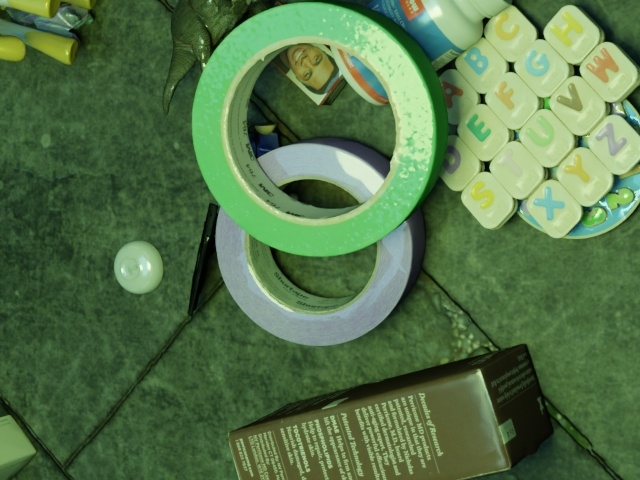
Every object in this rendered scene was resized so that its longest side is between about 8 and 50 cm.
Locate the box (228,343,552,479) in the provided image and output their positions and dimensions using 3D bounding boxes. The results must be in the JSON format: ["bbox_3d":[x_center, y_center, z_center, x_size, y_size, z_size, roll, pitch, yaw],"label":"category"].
[{"bbox_3d":[0.090,0.257,1.771,0.381,0.191,0.143,-16,89,26],"label":"box"}]

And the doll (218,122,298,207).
[{"bbox_3d":[-0.095,-0.071,1.904,0.129,0.046,0.189,1,102,16],"label":"doll"}]

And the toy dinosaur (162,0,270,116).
[{"bbox_3d":[-0.145,-0.314,1.848,0.160,0.121,0.313,53,134,35],"label":"toy dinosaur"}]

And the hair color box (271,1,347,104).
[{"bbox_3d":[-0.023,-0.258,1.851,0.141,0.043,0.072,43,111,15],"label":"hair color box"}]

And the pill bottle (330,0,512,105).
[{"bbox_3d":[0.131,-0.281,1.729,0.221,0.124,0.124,-34,81,25],"label":"pill bottle"}]

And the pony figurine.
[{"bbox_3d":[-0.522,-0.354,1.949,0.363,0.351,0.303,12,105,5],"label":"pony figurine"}]

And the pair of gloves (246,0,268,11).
[{"bbox_3d":[-0.149,-0.426,1.895,0.204,0.042,0.240,-35,81,24],"label":"pair of gloves"}]

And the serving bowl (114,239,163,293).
[{"bbox_3d":[-0.278,0.041,2.016,0.083,0.027,0.083,3,97,25],"label":"serving bowl"}]

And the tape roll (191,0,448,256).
[{"bbox_3d":[-0.002,-0.142,1.698,0.321,0.077,0.321,4,103,18],"label":"tape roll"}]

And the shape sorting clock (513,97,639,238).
[{"bbox_3d":[0.319,-0.104,1.704,0.206,0.040,0.206,3,97,25],"label":"shape sorting clock"}]

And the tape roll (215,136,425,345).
[{"bbox_3d":[0.000,0.000,1.818,0.275,0.090,0.275,3,101,17],"label":"tape roll"}]

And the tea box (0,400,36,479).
[{"bbox_3d":[-0.687,0.299,2.074,0.220,0.329,0.323,-43,76,24],"label":"tea box"}]

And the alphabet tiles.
[{"bbox_3d":[0.268,-0.153,1.701,0.284,0.021,0.278,-48,64,24],"label":"alphabet tiles"}]

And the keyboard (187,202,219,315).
[{"bbox_3d":[-0.155,0.021,1.900,0.038,0.100,0.192,10,141,-8],"label":"keyboard"}]
